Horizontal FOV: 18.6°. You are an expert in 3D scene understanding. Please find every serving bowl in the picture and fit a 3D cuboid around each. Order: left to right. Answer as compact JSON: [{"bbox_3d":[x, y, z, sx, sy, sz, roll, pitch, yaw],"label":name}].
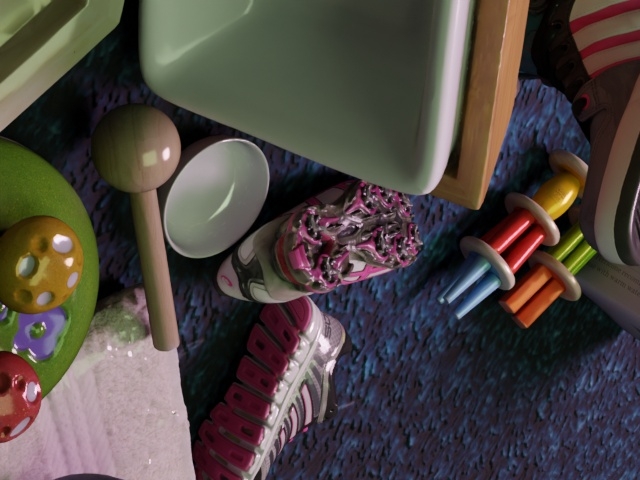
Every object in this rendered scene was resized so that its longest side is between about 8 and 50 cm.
[{"bbox_3d":[-0.073,-0.031,1.229,0.083,0.027,0.083,-27,133,-32],"label":"serving bowl"}]

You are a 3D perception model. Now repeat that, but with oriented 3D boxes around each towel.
[{"bbox_3d":[-0.167,0.177,1.265,0.187,0.049,0.282,-30,135,-29],"label":"towel"}]

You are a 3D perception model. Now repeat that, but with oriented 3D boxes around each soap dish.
[{"bbox_3d":[0.017,-0.187,1.070,0.118,0.229,0.290,-36,140,-48],"label":"soap dish"}]

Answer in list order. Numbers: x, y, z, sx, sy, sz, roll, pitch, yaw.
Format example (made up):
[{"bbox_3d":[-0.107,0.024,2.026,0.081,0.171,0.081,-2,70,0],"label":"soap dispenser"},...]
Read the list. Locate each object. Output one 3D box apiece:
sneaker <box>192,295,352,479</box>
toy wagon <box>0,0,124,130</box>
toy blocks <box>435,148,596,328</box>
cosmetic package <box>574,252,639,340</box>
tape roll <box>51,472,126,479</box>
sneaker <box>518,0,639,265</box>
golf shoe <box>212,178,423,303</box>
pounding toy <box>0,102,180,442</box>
[{"bbox_3d":[-0.028,0.120,1.354,0.075,0.063,0.170,20,96,-44],"label":"sneaker"},{"bbox_3d":[-0.216,-0.190,0.931,0.267,0.068,0.344,-44,138,-11],"label":"toy wagon"},{"bbox_3d":[0.154,0.019,1.480,0.148,0.054,0.123,-44,139,-15],"label":"toy blocks"},{"bbox_3d":[0.401,-0.056,1.557,0.385,0.217,0.156,-52,141,-1],"label":"cosmetic package"},{"bbox_3d":[-0.126,0.237,1.162,0.080,0.189,0.189,25,97,-49],"label":"tape roll"},{"bbox_3d":[0.165,-0.117,1.294,0.124,0.178,0.295,63,39,-48],"label":"sneaker"},{"bbox_3d":[0.000,0.000,1.309,0.186,0.086,0.067,-15,88,-57],"label":"golf shoe"},{"bbox_3d":[-0.160,0.033,1.089,0.237,0.110,0.183,-20,117,-32],"label":"pounding toy"}]
